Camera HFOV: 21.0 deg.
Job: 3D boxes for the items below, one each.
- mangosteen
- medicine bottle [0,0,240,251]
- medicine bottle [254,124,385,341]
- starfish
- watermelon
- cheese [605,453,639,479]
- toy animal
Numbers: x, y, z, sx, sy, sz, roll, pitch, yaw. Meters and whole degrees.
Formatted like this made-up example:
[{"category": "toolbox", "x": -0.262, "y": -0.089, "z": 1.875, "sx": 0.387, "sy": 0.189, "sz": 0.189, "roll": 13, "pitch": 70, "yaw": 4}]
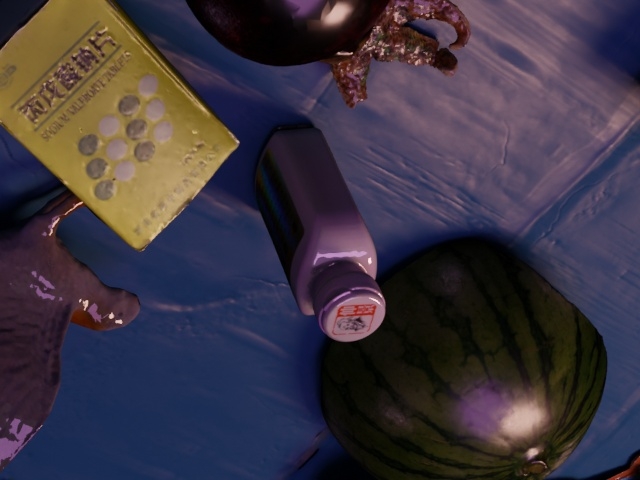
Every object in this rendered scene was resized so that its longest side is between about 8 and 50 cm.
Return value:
[{"category": "mangosteen", "x": -0.030, "y": -0.238, "z": 1.425, "sx": 0.209, "sy": 0.210, "sz": 0.210, "roll": -11, "pitch": 132, "yaw": -13}, {"category": "medicine bottle", "x": -0.200, "y": -0.131, "z": 1.460, "sx": 0.137, "sy": 0.141, "sz": 0.250, "roll": -44, "pitch": 131, "yaw": -1}, {"category": "medicine bottle", "x": 0.000, "y": 0.000, "z": 1.614, "sx": 0.078, "sy": 0.219, "sz": 0.115, "roll": -5, "pitch": 132, "yaw": -18}, {"category": "starfish", "x": 0.033, "y": -0.195, "z": 1.590, "sx": 0.209, "sy": 0.053, "sz": 0.150, "roll": -6, "pitch": 118, "yaw": -12}, {"category": "watermelon", "x": 0.167, "y": 0.176, "z": 1.864, "sx": 0.330, "sy": 0.189, "sz": 0.331, "roll": -10, "pitch": 126, "yaw": -14}, {"category": "cheese", "x": 0.321, "y": 0.329, "z": 2.149, "sx": 0.256, "sy": 0.037, "sz": 0.106, "roll": -23, "pitch": 135, "yaw": -10}, {"category": "toy animal", "x": -0.327, "y": 0.020, "z": 1.599, "sx": 0.302, "sy": 0.225, "sz": 0.284, "roll": -39, "pitch": 112, "yaw": -4}]
